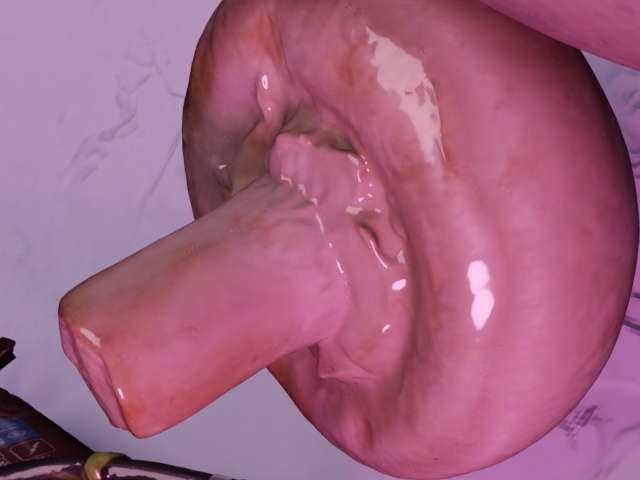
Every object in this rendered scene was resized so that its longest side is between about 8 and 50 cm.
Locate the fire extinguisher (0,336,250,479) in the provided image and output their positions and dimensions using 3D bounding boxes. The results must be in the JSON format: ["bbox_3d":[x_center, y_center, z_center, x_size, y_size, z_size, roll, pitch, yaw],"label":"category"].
[{"bbox_3d":[-0.115,0.126,0.716,0.141,0.105,0.341,-49,40,-14],"label":"fire extinguisher"}]

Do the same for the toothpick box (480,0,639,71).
[{"bbox_3d":[0.192,-0.217,0.396,0.425,0.409,0.409,18,79,42],"label":"toothpick box"}]

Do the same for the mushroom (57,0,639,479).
[{"bbox_3d":[0.000,0.000,0.586,0.215,0.207,0.207,-26,31,-28],"label":"mushroom"}]
